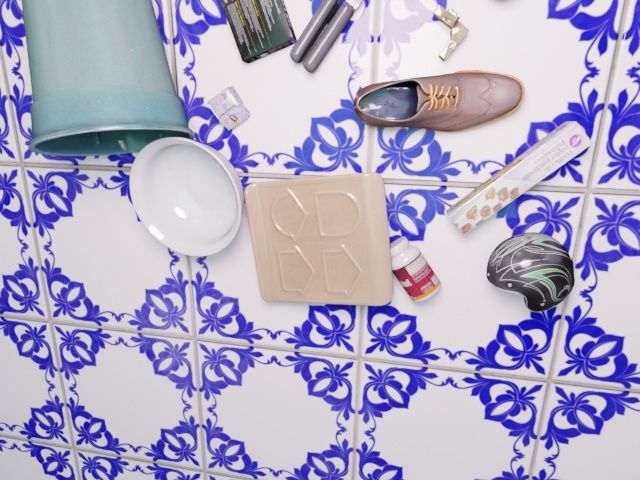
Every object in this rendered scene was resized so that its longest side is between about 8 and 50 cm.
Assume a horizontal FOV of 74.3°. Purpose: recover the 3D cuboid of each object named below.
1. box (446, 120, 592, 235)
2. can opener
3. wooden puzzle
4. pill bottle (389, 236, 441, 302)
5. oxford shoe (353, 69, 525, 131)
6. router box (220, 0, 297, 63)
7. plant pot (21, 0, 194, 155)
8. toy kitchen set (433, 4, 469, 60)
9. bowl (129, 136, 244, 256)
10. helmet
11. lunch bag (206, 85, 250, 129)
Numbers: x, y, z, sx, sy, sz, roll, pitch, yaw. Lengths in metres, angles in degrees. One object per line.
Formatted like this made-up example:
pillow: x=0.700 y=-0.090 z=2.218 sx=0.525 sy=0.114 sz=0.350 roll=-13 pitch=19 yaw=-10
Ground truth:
box: x=0.434 y=-0.136 z=0.952 sx=0.324 sy=0.067 sz=0.063 roll=-39 pitch=96 yaw=20
can opener: x=0.032 y=-0.503 z=0.903 sx=0.076 sy=0.095 sz=0.283 roll=37 pitch=103 yaw=0
wooden puzzle: x=0.000 y=0.000 z=1.057 sx=0.347 sy=0.080 sz=0.322 roll=-3 pitch=105 yaw=18
pill bottle: x=0.224 y=0.070 z=1.043 sx=0.086 sy=0.086 sz=0.152 roll=-33 pitch=97 yaw=18
oxford shoe: x=0.251 y=-0.292 z=0.904 sx=0.363 sy=0.133 sz=0.130 roll=-4 pitch=105 yaw=12
router box: x=-0.146 y=-0.518 z=0.961 sx=0.133 sy=0.046 sz=0.179 roll=-16 pitch=103 yaw=15
plant pot: x=-0.481 y=-0.380 z=0.935 sx=0.341 sy=0.341 sz=0.334 roll=-6 pitch=98 yaw=13
toy kitchen set: x=0.259 y=-0.441 z=0.893 sx=0.083 sy=0.068 sz=0.075 roll=39 pitch=110 yaw=-2
bowl: x=-0.306 y=-0.120 z=1.053 sx=0.297 sy=0.134 sz=0.298 roll=7 pitch=116 yaw=15
helmet: x=0.469 y=0.062 z=0.953 sx=0.169 sy=0.169 sz=0.161 roll=-42 pitch=111 yaw=19
lunch bag: x=-0.222 y=-0.322 z=1.032 sx=0.071 sy=0.053 sz=0.083 roll=-28 pitch=108 yaw=19
